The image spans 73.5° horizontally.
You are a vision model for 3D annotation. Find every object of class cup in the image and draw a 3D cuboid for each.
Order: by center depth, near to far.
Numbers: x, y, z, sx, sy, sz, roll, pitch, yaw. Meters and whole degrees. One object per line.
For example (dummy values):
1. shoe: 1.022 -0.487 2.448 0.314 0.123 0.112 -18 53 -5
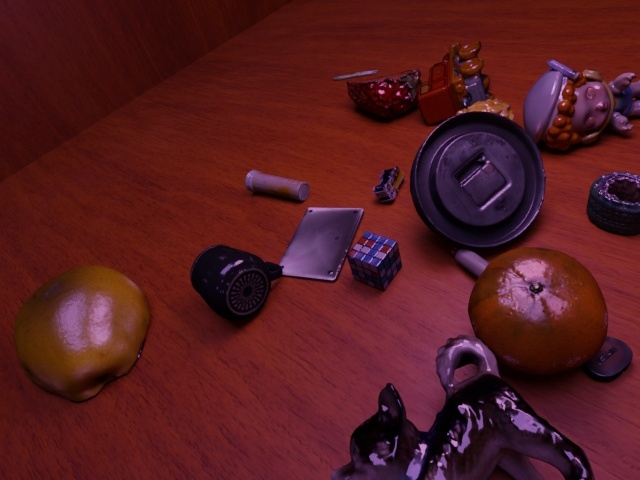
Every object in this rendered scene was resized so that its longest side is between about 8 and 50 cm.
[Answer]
1. cup: -0.209 0.095 1.097 0.223 0.170 0.176 -15 24 -41

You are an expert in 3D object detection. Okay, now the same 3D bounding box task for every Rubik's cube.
1. Rubik's cube: 0.132 0.049 1.042 0.092 0.092 0.092 21 56 36

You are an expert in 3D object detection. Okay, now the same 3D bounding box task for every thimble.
1. thimble: 0.682 -0.085 0.971 0.118 0.090 0.135 -29 45 -5

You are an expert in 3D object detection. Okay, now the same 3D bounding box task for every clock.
1. clock: 0.369 -0.140 1.016 0.318 0.319 0.066 -26 1 -6

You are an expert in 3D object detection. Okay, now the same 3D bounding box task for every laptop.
1. laptop: 0.000 0.000 1.201 0.187 0.015 0.269 4 48 26

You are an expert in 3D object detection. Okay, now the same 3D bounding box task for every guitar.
1. guitar: 0.475 0.172 0.834 0.088 0.025 0.233 -33 43 -12

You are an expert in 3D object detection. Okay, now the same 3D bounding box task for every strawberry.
1. strawberry: 0.230 -0.523 1.561 0.280 0.150 0.253 -5 24 19

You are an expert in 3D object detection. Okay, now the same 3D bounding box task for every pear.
1. pear: -0.640 0.203 1.110 0.340 0.191 0.386 -38 45 -17

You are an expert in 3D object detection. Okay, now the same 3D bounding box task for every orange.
1. orange: 0.388 0.119 0.780 0.240 0.171 0.240 -13 49 16

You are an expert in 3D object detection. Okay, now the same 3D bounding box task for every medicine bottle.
1. medicine bottle: -0.141 -0.178 1.400 0.218 0.074 0.074 15 53 30

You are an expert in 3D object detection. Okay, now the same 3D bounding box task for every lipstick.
1. lipstick: 0.357 0.057 0.977 0.063 0.057 0.186 -32 41 -11

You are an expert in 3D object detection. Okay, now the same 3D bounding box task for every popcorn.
1. popcorn: 0.486 -0.347 1.275 0.179 0.170 0.180 14 52 -18

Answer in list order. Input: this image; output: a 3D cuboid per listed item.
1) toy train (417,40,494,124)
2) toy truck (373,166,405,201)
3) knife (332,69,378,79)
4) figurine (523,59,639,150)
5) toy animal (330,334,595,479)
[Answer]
1. toy train: 0.455 -0.529 1.464 0.231 0.163 0.369 -13 39 26
2. toy truck: 0.205 -0.165 1.258 0.052 0.063 0.123 -10 39 44
3. knife: 0.154 -0.731 1.894 0.207 0.014 0.030 -2 46 17
4. figurine: 0.756 -0.364 1.207 0.381 0.225 0.205 5 20 -7
5. toy animal: 0.180 0.320 0.683 0.344 0.194 0.303 -18 48 -2
